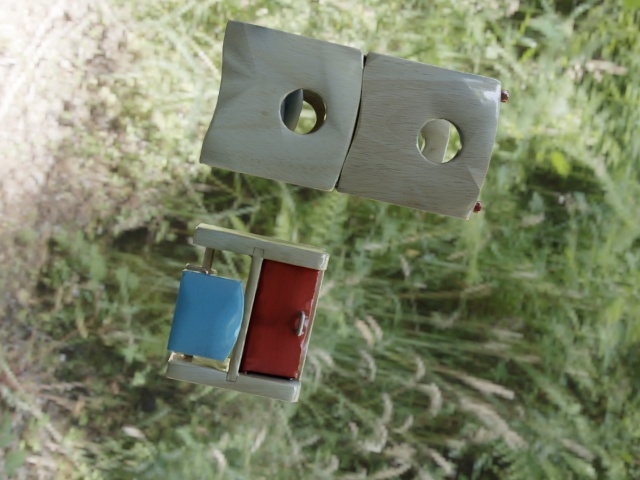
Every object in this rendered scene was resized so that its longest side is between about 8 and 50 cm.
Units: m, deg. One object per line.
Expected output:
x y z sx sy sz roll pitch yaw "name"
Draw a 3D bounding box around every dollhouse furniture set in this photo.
0.000 0.000 0.520 0.129 0.129 0.183 -116 -142 -84 "dollhouse furniture set"
